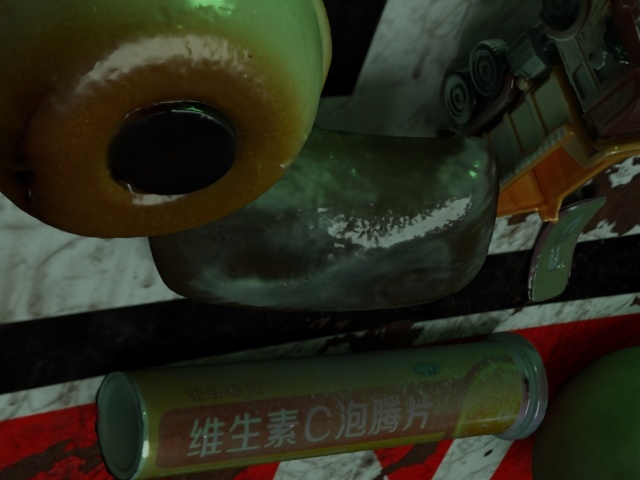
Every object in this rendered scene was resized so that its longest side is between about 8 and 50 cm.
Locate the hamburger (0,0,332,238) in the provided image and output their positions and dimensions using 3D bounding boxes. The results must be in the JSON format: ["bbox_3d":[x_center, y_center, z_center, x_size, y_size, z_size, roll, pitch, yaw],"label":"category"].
[{"bbox_3d":[-0.106,-0.097,0.723,0.237,0.147,0.237,-13,144,-10],"label":"hamburger"}]

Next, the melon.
[{"bbox_3d":[0.362,0.250,1.378,0.272,0.271,0.308,-26,136,-6],"label":"melon"}]

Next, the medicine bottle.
[{"bbox_3d":[0.012,0.150,1.136,0.426,0.108,0.108,-2,135,-33],"label":"medicine bottle"}]

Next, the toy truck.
[{"bbox_3d":[0.178,-0.097,0.890,0.114,0.135,0.270,-12,164,-25],"label":"toy truck"}]

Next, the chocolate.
[{"bbox_3d":[0.000,0.000,0.887,0.254,0.080,0.157,2,139,-1],"label":"chocolate"}]

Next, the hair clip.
[{"bbox_3d":[0.229,0.005,1.185,0.054,0.022,0.137,-14,141,-23],"label":"hair clip"}]
